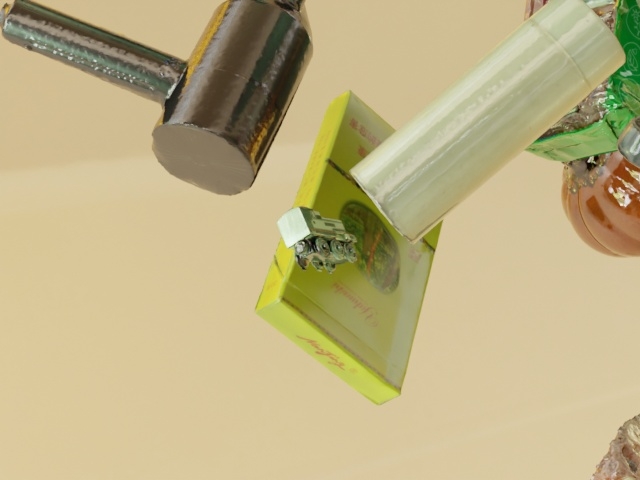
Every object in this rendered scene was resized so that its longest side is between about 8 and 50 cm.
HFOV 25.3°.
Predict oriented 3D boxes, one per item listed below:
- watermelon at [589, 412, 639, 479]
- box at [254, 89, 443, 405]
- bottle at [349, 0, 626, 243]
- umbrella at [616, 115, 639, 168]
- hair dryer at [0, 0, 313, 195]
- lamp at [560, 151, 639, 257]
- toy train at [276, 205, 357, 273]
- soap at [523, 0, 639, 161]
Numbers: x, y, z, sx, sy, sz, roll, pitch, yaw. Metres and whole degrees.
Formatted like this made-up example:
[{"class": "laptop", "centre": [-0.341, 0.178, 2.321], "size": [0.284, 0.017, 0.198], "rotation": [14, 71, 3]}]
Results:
[{"class": "watermelon", "centre": [0.285, 0.288, 1.306], "size": [0.140, 0.256, 0.193], "rotation": [13, 177, 17]}, {"class": "box", "centre": [0.048, 0.002, 1.612], "size": [0.187, 0.047, 0.335], "rotation": [40, -136, -23]}, {"class": "bottle", "centre": [0.118, -0.088, 1.014], "size": [0.072, 0.201, 0.072], "rotation": [50, -176, -4]}, {"class": "umbrella", "centre": [0.361, -0.200, 1.170], "size": [0.094, 0.349, 0.143], "rotation": [40, -154, 23]}, {"class": "hair dryer", "centre": [-0.162, -0.210, 1.431], "size": [0.302, 0.116, 0.244], "rotation": [23, -120, -2]}, {"class": "lamp", "centre": [0.401, -0.085, 1.806], "size": [0.196, 0.223, 0.223], "rotation": [25, -155, -16]}, {"class": "toy train", "centre": [0.000, 0.000, 1.277], "size": [0.083, 0.033, 0.053], "rotation": [8, -125, -56]}, {"class": "soap", "centre": [0.311, -0.238, 1.612], "size": [0.098, 0.273, 0.218], "rotation": [17, 163, -31]}]
